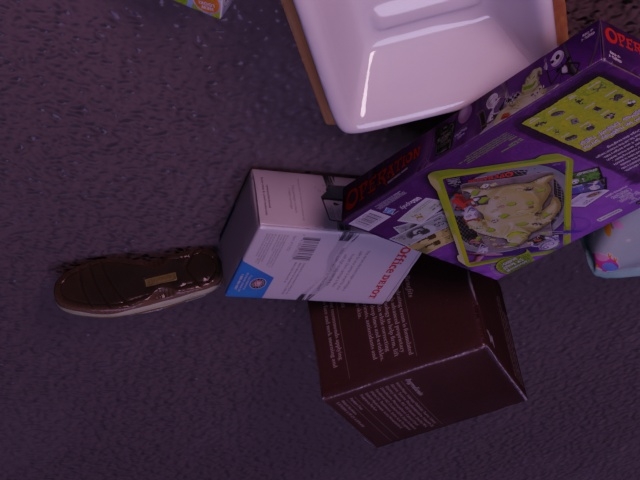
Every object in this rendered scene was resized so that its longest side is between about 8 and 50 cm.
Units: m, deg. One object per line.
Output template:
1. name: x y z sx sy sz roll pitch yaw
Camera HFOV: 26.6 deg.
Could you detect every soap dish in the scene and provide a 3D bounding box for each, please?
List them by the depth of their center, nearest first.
1. soap dish: 0.081 -0.227 1.123 0.229 0.118 0.291 -14 146 6

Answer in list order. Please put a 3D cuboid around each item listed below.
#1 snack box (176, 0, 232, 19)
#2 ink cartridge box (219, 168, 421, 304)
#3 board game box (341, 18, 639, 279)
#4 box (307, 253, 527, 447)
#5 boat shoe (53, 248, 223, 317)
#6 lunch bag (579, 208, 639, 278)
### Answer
1. snack box: -0.111 -0.252 1.074 0.100 0.037 0.141 24 145 7
2. ink cartridge box: 0.000 0.000 1.475 0.190 0.082 0.139 3 145 -21
3. board game box: 0.202 -0.067 1.237 0.208 0.056 0.347 24 145 -29
4. box: 0.111 0.118 1.600 0.203 0.168 0.167 -20 144 16
5. boat shoe: -0.204 0.059 1.532 0.190 0.068 0.072 -5 158 -7
6. lunch bag: 0.406 -0.081 1.388 0.262 0.160 0.223 -2 141 -19
